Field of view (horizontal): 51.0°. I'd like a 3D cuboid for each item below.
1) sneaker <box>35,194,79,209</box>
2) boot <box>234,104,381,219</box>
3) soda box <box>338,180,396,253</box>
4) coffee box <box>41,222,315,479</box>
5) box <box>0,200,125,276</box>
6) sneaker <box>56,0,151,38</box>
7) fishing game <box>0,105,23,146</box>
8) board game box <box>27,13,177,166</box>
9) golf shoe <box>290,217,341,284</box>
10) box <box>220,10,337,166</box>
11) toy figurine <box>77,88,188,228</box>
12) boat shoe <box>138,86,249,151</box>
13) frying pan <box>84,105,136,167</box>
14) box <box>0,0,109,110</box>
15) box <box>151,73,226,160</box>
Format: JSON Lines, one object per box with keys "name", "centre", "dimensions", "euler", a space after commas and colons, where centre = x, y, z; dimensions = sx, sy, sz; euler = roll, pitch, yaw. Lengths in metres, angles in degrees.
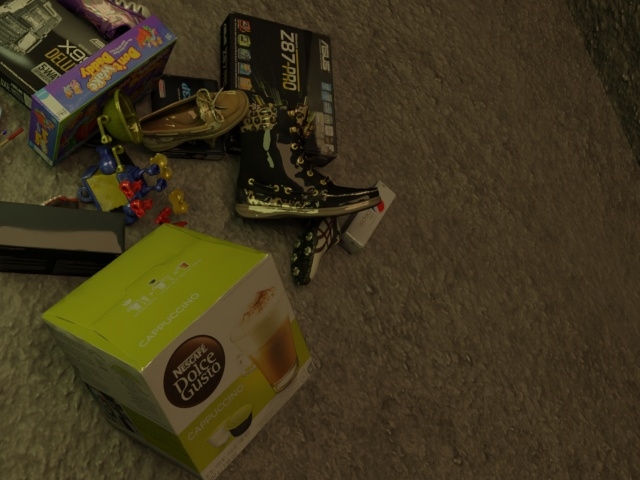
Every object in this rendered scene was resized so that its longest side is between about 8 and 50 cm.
{"name": "sneaker", "centre": [-0.583, -0.064, 1.502], "dimensions": [0.158, 0.061, 0.064], "euler": [-36, 106, -74]}
{"name": "boot", "centre": [-0.042, -0.198, 1.696], "dimensions": [0.378, 0.138, 0.284], "euler": [-2, 96, 12]}
{"name": "soda box", "centre": [0.129, -0.067, 1.909], "dimensions": [0.069, 0.074, 0.216], "euler": [40, 59, -10]}
{"name": "coffee box", "centre": [-0.276, 0.210, 1.368], "dimensions": [0.337, 0.338, 0.334], "euler": [-43, 132, -33]}
{"name": "box", "centre": [-0.571, 0.003, 1.449], "dimensions": [0.261, 0.184, 0.103], "euler": [6, 71, -27]}
{"name": "sneaker", "centre": [-0.556, -0.573, 1.718], "dimensions": [0.236, 0.095, 0.104], "euler": [13, 75, -25]}
{"name": "fishing game", "centre": [-0.818, -0.285, 1.507], "dimensions": [0.264, 0.041, 0.189], "euler": [40, 58, -1]}
{"name": "board game box", "centre": [-0.497, -0.339, 1.526], "dimensions": [0.078, 0.233, 0.347], "euler": [45, 60, -5]}
{"name": "golf shoe", "centre": [0.000, 0.000, 1.804], "dimensions": [0.120, 0.105, 0.272], "euler": [24, 63, -27]}
{"name": "box", "centre": [-0.120, -0.419, 1.888], "dimensions": [0.318, 0.097, 0.394], "euler": [7, 71, -27]}
{"name": "toy figurine", "centre": [-0.478, -0.134, 1.517], "dimensions": [0.191, 0.217, 0.362], "euler": [-73, 148, -53]}
{"name": "boat shoe", "centre": [-0.311, -0.298, 1.633], "dimensions": [0.285, 0.089, 0.104], "euler": [-23, 74, 1]}
{"name": "frying pan", "centre": [-0.506, -0.276, 1.660], "dimensions": [0.326, 0.053, 0.197], "euler": [42, 60, -11]}
{"name": "box", "centre": [-0.670, -0.451, 1.588], "dimensions": [0.307, 0.076, 0.242], "euler": [39, 59, 3]}
{"name": "box", "centre": [-0.347, -0.322, 1.760], "dimensions": [0.175, 0.051, 0.220], "euler": [0, 73, -27]}
